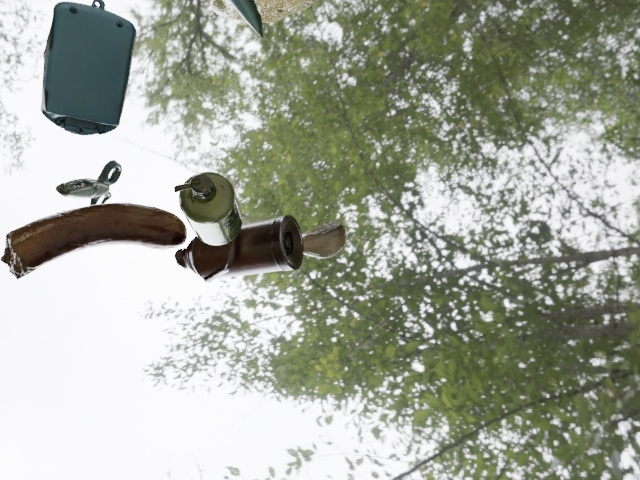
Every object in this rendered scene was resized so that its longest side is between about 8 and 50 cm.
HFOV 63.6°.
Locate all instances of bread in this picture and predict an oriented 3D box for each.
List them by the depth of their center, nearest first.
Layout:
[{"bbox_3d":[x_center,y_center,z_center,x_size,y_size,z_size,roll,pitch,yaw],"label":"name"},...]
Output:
[{"bbox_3d":[-0.118,-0.486,1.052,0.251,0.182,0.039,-37,-70,-71],"label":"bread"}]

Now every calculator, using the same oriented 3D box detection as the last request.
[{"bbox_3d":[-0.505,-0.373,1.119,0.173,0.051,0.293,7,-70,-30],"label":"calculator"}]

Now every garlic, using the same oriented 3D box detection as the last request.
[{"bbox_3d":[0.015,0.002,1.526,0.195,0.101,0.087,-28,-51,-43],"label":"garlic"}]

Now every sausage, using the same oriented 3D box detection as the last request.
[{"bbox_3d":[-0.382,-0.012,0.891,0.302,0.076,0.103,-13,-91,-30],"label":"sausage"}]

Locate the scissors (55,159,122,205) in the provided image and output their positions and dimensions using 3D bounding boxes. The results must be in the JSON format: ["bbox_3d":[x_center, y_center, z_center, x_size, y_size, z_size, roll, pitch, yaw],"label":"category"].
[{"bbox_3d":[-0.534,-0.122,1.194,0.041,0.289,0.138,26,-83,-6],"label":"scissors"}]

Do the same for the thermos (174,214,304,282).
[{"bbox_3d":[-0.150,0.020,0.906,0.124,0.232,0.099,32,-128,-61],"label":"thermos"}]

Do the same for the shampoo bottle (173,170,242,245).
[{"bbox_3d":[-0.157,-0.051,0.737,0.079,0.162,0.079,1,-108,-3],"label":"shampoo bottle"}]

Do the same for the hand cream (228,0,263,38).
[{"bbox_3d":[-0.181,-0.473,0.832,0.312,0.070,0.111,45,-158,-41],"label":"hand cream"}]
